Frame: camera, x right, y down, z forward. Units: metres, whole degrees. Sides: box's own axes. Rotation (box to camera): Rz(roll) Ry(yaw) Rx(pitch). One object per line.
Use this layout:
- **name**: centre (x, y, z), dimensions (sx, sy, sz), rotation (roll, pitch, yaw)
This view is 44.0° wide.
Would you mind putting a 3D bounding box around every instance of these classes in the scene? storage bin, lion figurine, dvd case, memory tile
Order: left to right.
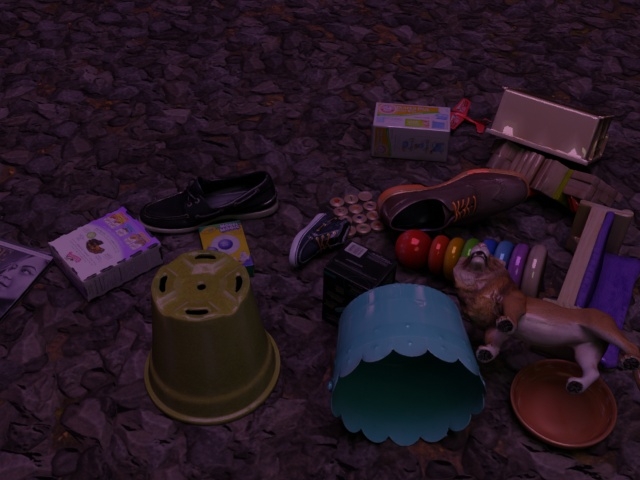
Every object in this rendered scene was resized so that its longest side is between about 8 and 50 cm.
- **dvd case**: centre (-0.722, 0.087, 1.768), dimensions (0.164, 0.018, 0.221), rotation (15, 45, 16)
- **memory tile**: centre (0.090, -0.065, 1.935), dimensions (0.113, 0.012, 0.148), rotation (-9, 44, -10)
- **lion figurine**: centre (0.419, 0.152, 1.465), dimensions (0.392, 0.142, 0.240), rotation (24, 28, 7)
- **storage bin**: centre (0.599, -0.300, 2.043), dimensions (0.262, 0.123, 0.260), rotation (22, 18, 22)

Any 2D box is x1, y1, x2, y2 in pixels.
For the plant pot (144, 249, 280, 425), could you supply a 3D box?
- **plant pot**: centre (-0.218, 0.166, 1.515), dimensions (0.275, 0.254, 0.276), rotation (0, 44, 0)

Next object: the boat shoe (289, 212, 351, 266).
- **boat shoe**: centre (0.000, 0.000, 1.821), dimensions (0.083, 0.065, 0.183), rotation (11, 42, 25)

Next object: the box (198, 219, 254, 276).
- **box**: centre (-0.220, 0.017, 1.827), dimensions (0.105, 0.043, 0.179), rotation (-11, 43, -12)

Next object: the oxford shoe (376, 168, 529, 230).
- **oxford shoe**: centre (0.319, -0.076, 1.846), dimensions (0.363, 0.130, 0.133), rotation (-12, 23, 0)

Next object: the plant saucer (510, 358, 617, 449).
- **plant saucer**: centre (0.461, 0.316, 1.516), dimensions (0.199, 0.037, 0.200), rotation (0, 44, 0)

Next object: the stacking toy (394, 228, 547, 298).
- **stacking toy**: centre (0.321, 0.044, 1.742), dimensions (0.330, 0.141, 0.141), rotation (13, 45, 19)

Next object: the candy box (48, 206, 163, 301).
- **candy box**: centre (-0.485, 0.028, 1.793), dimensions (0.196, 0.070, 0.165), rotation (-30, 51, -28)

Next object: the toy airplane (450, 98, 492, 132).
- **toy airplane**: centre (0.409, -0.343, 2.218), dimensions (0.151, 0.028, 0.151), rotation (0, 45, 0)

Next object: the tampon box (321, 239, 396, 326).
- **tampon box**: centre (0.079, 0.106, 1.646), dimensions (0.120, 0.161, 0.101), rotation (27, 49, 24)

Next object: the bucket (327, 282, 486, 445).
- **bucket**: centre (0.152, 0.225, 1.449), dimensions (0.281, 0.281, 0.183), rotation (0, 42, 0)

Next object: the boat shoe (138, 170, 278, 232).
- **boat shoe**: centre (-0.270, -0.104, 1.901), dimensions (0.339, 0.113, 0.127), rotation (-6, 44, -6)

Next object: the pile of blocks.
- **pile of blocks**: centre (0.558, -0.137, 1.967), dimensions (0.362, 0.149, 0.113), rotation (33, 95, 41)

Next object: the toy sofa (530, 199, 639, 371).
- **toy sofa**: centre (0.582, 0.089, 1.674), dimensions (0.177, 0.150, 0.363), rotation (18, 47, 19)

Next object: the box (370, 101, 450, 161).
- **box**: centre (0.239, -0.288, 2.105), dimensions (0.203, 0.103, 0.114), rotation (5, 44, 5)
